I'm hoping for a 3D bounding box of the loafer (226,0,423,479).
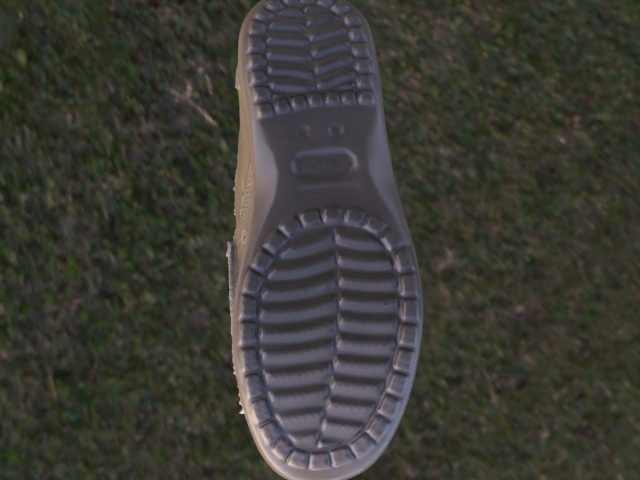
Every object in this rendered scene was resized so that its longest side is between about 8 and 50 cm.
[{"bbox_3d":[0.000,0.000,0.460,0.056,0.050,0.148,1,74,-3],"label":"loafer"}]
